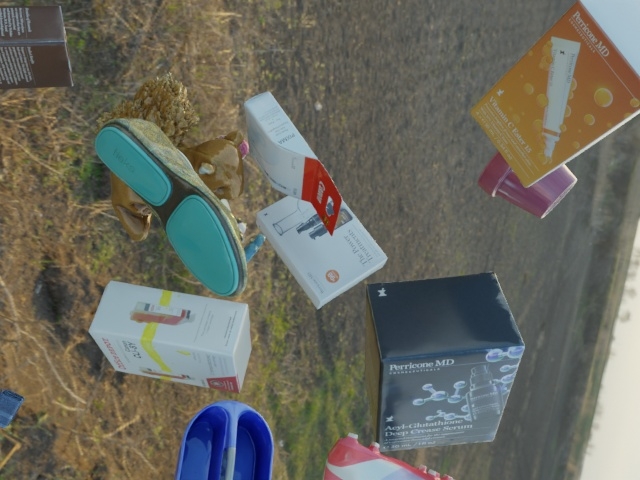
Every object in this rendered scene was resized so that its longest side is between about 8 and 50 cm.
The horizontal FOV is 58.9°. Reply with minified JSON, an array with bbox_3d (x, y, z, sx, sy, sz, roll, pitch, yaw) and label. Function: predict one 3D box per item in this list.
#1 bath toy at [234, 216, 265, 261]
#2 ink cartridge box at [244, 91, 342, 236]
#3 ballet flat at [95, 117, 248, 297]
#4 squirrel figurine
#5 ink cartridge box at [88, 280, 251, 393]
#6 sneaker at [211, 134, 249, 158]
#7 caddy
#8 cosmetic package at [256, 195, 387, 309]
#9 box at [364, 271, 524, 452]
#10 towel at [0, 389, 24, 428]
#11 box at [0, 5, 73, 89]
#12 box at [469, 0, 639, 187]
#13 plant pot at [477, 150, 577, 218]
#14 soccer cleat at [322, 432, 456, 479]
[{"bbox_3d":[-0.353,-0.070,1.951,0.348,0.151,0.129,40,91,-23],"label":"bath toy"},{"bbox_3d":[-0.086,-0.197,1.659,0.091,0.385,0.308,-30,166,-13],"label":"ink cartridge box"},{"bbox_3d":[-0.217,-0.064,0.924,0.123,0.349,0.123,-42,176,-3],"label":"ballet flat"},{"bbox_3d":[-0.392,-0.227,1.518,0.281,0.370,0.397,-50,124,-43],"label":"squirrel figurine"},{"bbox_3d":[-0.398,0.273,1.570,0.279,0.384,0.161,95,6,-55],"label":"ink cartridge box"},{"bbox_3d":[-0.411,-0.330,2.205,0.121,0.299,0.112,71,21,-9],"label":"sneaker"},{"bbox_3d":[-0.250,0.592,1.458,0.179,0.241,0.342,129,-31,-54],"label":"caddy"},{"bbox_3d":[0.000,0.000,1.928,0.284,0.377,0.097,-32,163,-18],"label":"cosmetic package"},{"bbox_3d":[0.259,0.289,1.305,0.212,0.293,0.396,-97,-178,-47],"label":"box"},{"bbox_3d":[-0.871,0.463,1.564,0.119,0.067,0.029,-52,-165,21],"label":"towel"},{"bbox_3d":[-0.883,-0.515,1.525,0.191,0.381,0.143,125,-46,-61],"label":"box"},{"bbox_3d":[0.496,-0.292,1.114,0.168,0.215,0.345,-29,171,-27],"label":"box"},{"bbox_3d":[0.534,-0.161,1.439,0.201,0.180,0.201,-40,160,-18],"label":"plant pot"},{"bbox_3d":[0.123,0.363,0.810,0.083,0.247,0.095,75,39,-71],"label":"soccer cleat"}]
